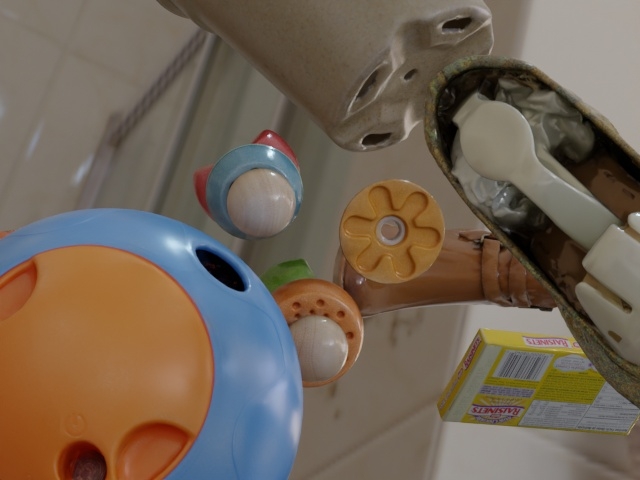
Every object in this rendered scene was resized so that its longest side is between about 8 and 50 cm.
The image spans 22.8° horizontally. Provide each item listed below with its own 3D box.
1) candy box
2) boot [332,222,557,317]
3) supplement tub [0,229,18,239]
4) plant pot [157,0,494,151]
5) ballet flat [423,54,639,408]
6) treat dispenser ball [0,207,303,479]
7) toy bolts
[{"bbox_3d":[0.220,0.133,1.483,0.206,0.027,0.105,7,-49,-23],"label":"candy box"},{"bbox_3d":[0.153,0.043,1.722,0.220,0.109,0.283,9,6,27],"label":"boot"},{"bbox_3d":[-0.427,0.095,1.454,0.338,0.207,0.207,-10,-38,5],"label":"supplement tub"},{"bbox_3d":[0.020,-0.279,1.781,0.305,0.334,0.334,52,-24,24],"label":"plant pot"},{"bbox_3d":[0.169,0.000,0.937,0.123,0.348,0.123,-20,-44,-21],"label":"ballet flat"},{"bbox_3d":[-0.157,0.120,1.171,0.288,0.288,0.288,11,-34,7],"label":"treat dispenser ball"},{"bbox_3d":[0.000,0.000,1.436,0.218,0.158,0.228,-36,-76,1],"label":"toy bolts"}]
